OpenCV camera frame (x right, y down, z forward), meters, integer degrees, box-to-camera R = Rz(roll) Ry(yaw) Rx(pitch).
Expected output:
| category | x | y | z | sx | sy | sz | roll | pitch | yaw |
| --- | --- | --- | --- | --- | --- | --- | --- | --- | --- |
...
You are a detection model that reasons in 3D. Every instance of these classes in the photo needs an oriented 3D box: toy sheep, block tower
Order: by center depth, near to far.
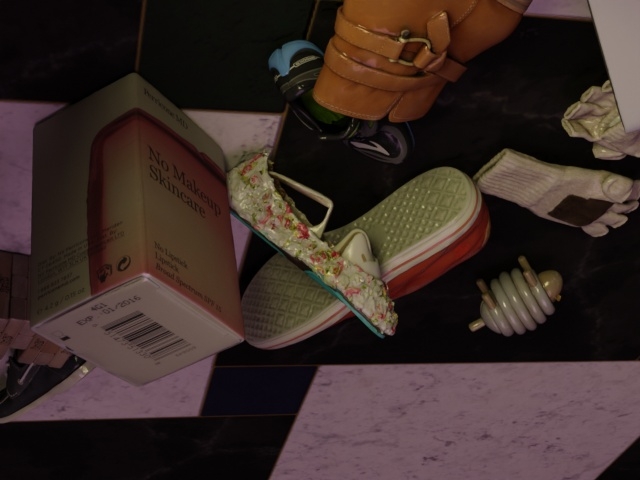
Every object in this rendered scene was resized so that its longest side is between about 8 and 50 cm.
| category | x | y | z | sx | sy | sz | roll | pitch | yaw |
| --- | --- | --- | --- | --- | --- | --- | --- | --- | --- |
| block tower | -0.427 | 0.058 | 1.098 | 0.336 | 0.090 | 0.097 | 13 | 138 | -28 |
| toy sheep | 0.244 | 0.076 | 1.294 | 0.132 | 0.091 | 0.091 | -28 | 141 | 15 |

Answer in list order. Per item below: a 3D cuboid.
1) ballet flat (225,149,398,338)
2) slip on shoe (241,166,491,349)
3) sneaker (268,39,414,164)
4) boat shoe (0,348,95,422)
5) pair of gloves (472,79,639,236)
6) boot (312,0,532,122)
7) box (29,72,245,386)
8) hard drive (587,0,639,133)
| category | x | y | z | sx | sy | sz | roll | pitch | yaw |
| --- | --- | --- | --- | --- | --- | --- | --- | --- | --- |
| ballet flat | 0.000 | 0.000 | 1.049 | 0.241 | 0.091 | 0.077 | 40 | 95 | -4 |
| slip on shoe | 0.048 | 0.036 | 1.164 | 0.331 | 0.123 | 0.101 | -31 | 140 | 20 |
| sneaker | 0.021 | -0.115 | 0.975 | 0.067 | 0.078 | 0.188 | -30 | 140 | 27 |
| boat shoe | -0.356 | 0.163 | 1.294 | 0.233 | 0.084 | 0.079 | -32 | 101 | 39 |
| pair of gloves | 0.307 | -0.082 | 1.094 | 0.204 | 0.042 | 0.240 | 15 | 146 | -30 |
| boot | 0.044 | -0.205 | 0.834 | 0.284 | 0.109 | 0.220 | 3 | 139 | -40 |
| box | -0.168 | -0.009 | 0.943 | 0.127 | 0.232 | 0.149 | -25 | 142 | 20 |
| hard drive | 0.384 | -0.214 | 0.855 | 0.308 | 0.040 | 0.203 | -17 | 137 | 16 |
